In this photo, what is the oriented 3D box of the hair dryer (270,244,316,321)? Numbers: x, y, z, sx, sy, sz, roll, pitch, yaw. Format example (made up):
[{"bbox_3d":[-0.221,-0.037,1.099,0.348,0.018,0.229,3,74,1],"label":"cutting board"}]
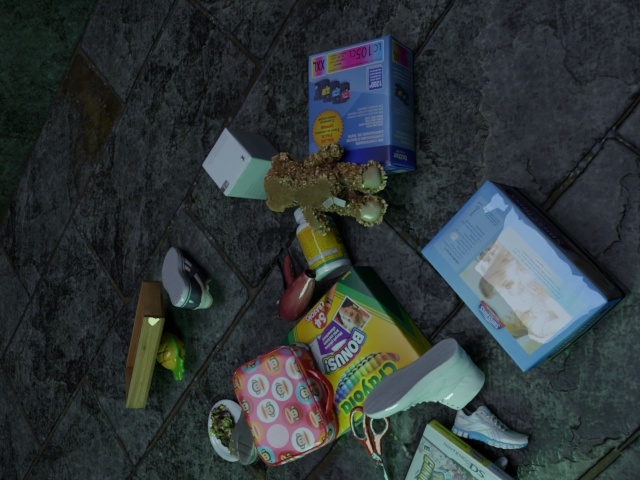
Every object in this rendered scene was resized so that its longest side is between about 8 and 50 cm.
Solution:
[{"bbox_3d":[-0.094,0.123,1.741,0.293,0.080,0.224,-7,86,61],"label":"hair dryer"}]

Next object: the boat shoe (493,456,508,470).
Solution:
[{"bbox_3d":[0.423,0.561,1.435,0.035,0.035,0.100,35,107,3],"label":"boat shoe"}]

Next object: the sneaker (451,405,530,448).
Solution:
[{"bbox_3d":[0.405,0.441,1.429,0.190,0.071,0.083,4,85,37],"label":"sneaker"}]

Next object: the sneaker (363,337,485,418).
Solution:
[{"bbox_3d":[0.260,0.379,1.460,0.292,0.169,0.108,-37,25,18],"label":"sneaker"}]

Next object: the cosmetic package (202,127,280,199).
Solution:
[{"bbox_3d":[-0.228,-0.233,1.847,0.151,0.183,0.151,50,116,27],"label":"cosmetic package"}]

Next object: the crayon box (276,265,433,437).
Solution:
[{"bbox_3d":[0.087,0.304,1.644,0.363,0.106,0.313,-49,62,25],"label":"crayon box"}]

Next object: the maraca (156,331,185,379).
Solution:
[{"bbox_3d":[-0.518,0.402,2.092,0.186,0.099,0.127,51,136,36],"label":"maraca"}]

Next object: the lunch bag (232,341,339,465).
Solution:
[{"bbox_3d":[-0.081,0.433,1.620,0.258,0.120,0.293,-29,74,20],"label":"lunch bag"}]

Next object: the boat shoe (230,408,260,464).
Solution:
[{"bbox_3d":[-0.159,0.506,1.811,0.132,0.130,0.355,35,107,37],"label":"boat shoe"}]

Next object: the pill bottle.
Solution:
[{"bbox_3d":[0.000,0.000,1.712,0.117,0.117,0.208,-34,69,31],"label":"pill bottle"}]

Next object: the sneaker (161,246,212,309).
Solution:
[{"bbox_3d":[-0.459,0.139,2.059,0.126,0.127,0.321,-59,33,16],"label":"sneaker"}]

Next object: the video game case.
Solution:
[{"bbox_3d":[0.326,0.616,1.467,0.248,0.035,0.275,32,120,33],"label":"video game case"}]

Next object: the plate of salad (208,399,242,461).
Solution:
[{"bbox_3d":[-0.308,0.626,1.967,0.199,0.048,0.200,-1,89,37],"label":"plate of salad"}]

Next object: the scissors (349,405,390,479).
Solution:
[{"bbox_3d":[0.141,0.571,1.587,0.109,0.021,0.297,-2,108,16],"label":"scissors"}]

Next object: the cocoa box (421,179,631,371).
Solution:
[{"bbox_3d":[0.442,0.070,1.309,0.231,0.228,0.347,-50,62,25],"label":"cocoa box"}]

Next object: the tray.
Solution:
[{"bbox_3d":[-0.615,0.363,2.088,0.203,0.076,0.411,-116,38,-53],"label":"tray"}]

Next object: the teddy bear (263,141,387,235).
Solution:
[{"bbox_3d":[0.020,-0.138,1.567,0.338,0.113,0.245,-9,113,31],"label":"teddy bear"}]

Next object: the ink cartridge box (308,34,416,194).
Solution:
[{"bbox_3d":[0.111,-0.315,1.622,0.270,0.151,0.396,-2,89,37],"label":"ink cartridge box"}]
